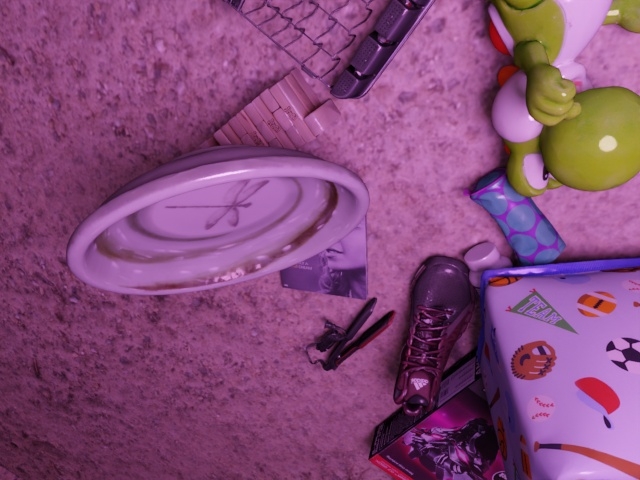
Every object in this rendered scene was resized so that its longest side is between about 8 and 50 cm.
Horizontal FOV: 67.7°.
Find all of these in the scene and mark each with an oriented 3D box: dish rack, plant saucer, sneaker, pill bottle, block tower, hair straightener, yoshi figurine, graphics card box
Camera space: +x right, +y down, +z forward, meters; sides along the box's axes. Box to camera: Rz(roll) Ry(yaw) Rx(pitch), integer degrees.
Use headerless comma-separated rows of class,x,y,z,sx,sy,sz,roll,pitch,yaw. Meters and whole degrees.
dish rack,-0.007,-0.327,0.593,0.271,0.074,0.208,39,124,-2
plant saucer,-0.134,-0.035,0.665,0.400,0.400,0.101,-29,69,32
sneaker,0.179,0.176,0.766,0.106,0.163,0.282,12,123,14
pill bottle,0.268,0.065,0.724,0.067,0.067,0.120,-24,109,31
block tower,-0.132,-0.133,0.744,0.335,0.091,0.097,-27,108,31
hair straightener,0.040,0.177,0.902,0.089,0.047,0.230,38,130,-4
yoshi figurine,0.271,-0.201,0.489,0.203,0.203,0.363,-4,121,16
graphics card box,0.283,0.366,0.886,0.232,0.094,0.371,35,125,-2

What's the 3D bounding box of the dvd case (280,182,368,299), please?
dvd case,0.000,0.000,0.819,0.164,0.018,0.222,7,122,18

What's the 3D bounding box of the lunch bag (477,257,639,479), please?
lunch bag,0.406,0.179,0.545,0.384,0.328,0.239,-4,126,9

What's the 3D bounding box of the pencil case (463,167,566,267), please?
pencil case,0.273,-0.028,0.667,0.070,0.064,0.152,-30,105,40
